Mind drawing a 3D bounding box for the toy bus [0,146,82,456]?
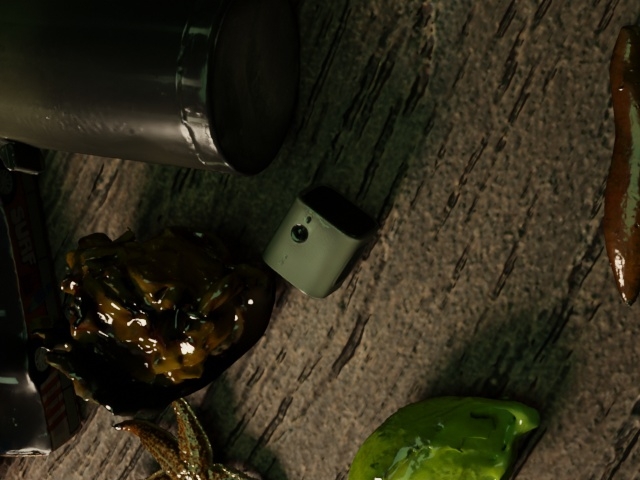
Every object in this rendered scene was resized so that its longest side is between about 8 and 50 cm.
[{"bbox_3d":[-0.367,0.049,1.525,0.093,0.092,0.409,-4,101,23],"label":"toy bus"}]

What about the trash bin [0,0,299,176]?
[{"bbox_3d":[-0.196,-0.182,1.335,0.301,0.203,0.252,7,88,23],"label":"trash bin"}]

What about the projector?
[{"bbox_3d":[0.000,0.000,1.356,0.083,0.083,0.082,37,114,11],"label":"projector"}]

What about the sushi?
[{"bbox_3d":[-0.173,0.073,1.390,0.213,0.200,0.204,32,106,7],"label":"sushi"}]

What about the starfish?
[{"bbox_3d":[-0.144,0.267,1.504,0.238,0.057,0.213,13,115,21],"label":"starfish"}]

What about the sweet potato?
[{"bbox_3d":[0.296,-0.068,1.228,0.057,0.057,0.265,5,101,23],"label":"sweet potato"}]

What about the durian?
[{"bbox_3d":[0.111,0.239,1.364,0.139,0.101,0.250,23,116,-21],"label":"durian"}]
